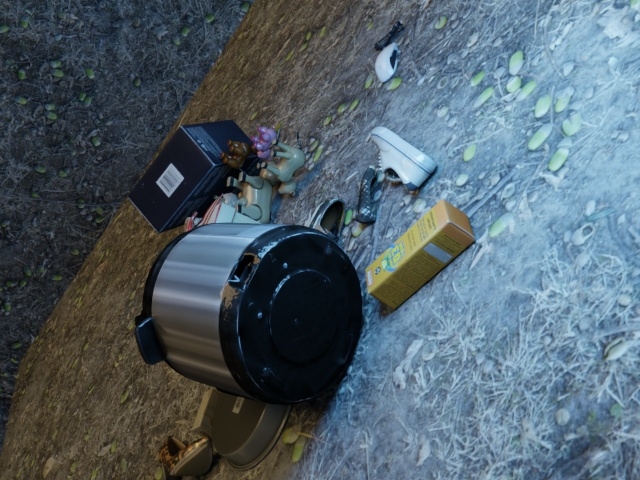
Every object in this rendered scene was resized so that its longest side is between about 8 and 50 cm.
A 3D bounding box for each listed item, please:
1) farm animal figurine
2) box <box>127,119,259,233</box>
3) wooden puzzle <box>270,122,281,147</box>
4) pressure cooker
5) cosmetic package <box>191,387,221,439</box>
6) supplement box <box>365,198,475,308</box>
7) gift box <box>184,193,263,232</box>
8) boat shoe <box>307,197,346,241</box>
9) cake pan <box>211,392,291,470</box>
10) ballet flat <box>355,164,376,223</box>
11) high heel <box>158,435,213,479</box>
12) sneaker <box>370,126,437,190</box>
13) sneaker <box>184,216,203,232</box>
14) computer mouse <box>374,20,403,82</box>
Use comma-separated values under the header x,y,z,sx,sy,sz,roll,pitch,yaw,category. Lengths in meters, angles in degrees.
x,y,z,sx,sy,sz,roll,pitch,yaw,category
-0.171,-0.171,2.141,0.330,0.172,0.326,17,90,55,farm animal figurine
-0.422,-0.223,2.427,0.343,0.179,0.312,-45,-9,26,box
-0.166,-0.348,2.452,0.079,0.014,0.116,-35,37,41,wooden puzzle
-0.164,0.137,1.528,0.421,0.370,0.375,3,70,45,pressure cooker
-0.277,0.440,1.809,0.041,0.060,0.115,-37,27,37,cosmetic package
0.190,0.030,1.401,0.233,0.080,0.078,-47,27,29,supplement box
-0.247,0.050,1.911,0.276,0.258,0.255,-38,35,50,gift box
0.000,0.000,1.750,0.079,0.084,0.233,-13,50,56,boat shoe
-0.169,0.392,1.693,0.293,0.054,0.293,-41,33,34,cake pan
0.117,-0.109,1.713,0.057,0.049,0.173,82,-163,-55,ballet flat
-0.347,0.523,1.823,0.261,0.093,0.186,-55,32,30,high heel
0.166,-0.189,1.634,0.091,0.094,0.258,-52,28,7,sneaker
-0.307,0.045,2.175,0.366,0.150,0.135,-117,34,-43,sneaker
0.183,-0.521,1.986,0.106,0.042,0.193,-33,38,41,computer mouse
